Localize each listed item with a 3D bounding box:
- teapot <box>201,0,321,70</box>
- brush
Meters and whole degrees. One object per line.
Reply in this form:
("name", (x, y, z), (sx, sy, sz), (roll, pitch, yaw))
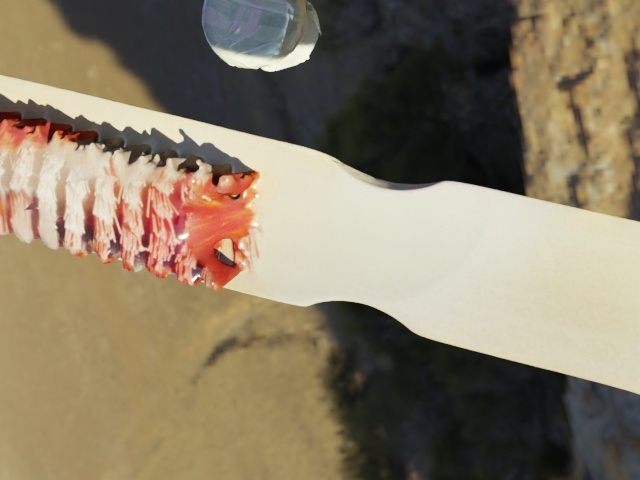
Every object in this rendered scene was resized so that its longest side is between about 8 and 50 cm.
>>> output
("teapot", (-0.029, -0.142, 0.960), (0.064, 0.064, 0.083), (26, 96, 19))
("brush", (0.000, 0.000, 0.554), (0.050, 0.321, 0.060), (-34, -44, -69))
